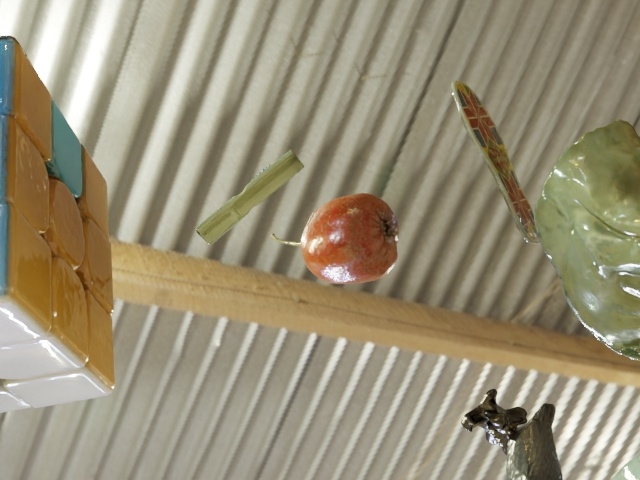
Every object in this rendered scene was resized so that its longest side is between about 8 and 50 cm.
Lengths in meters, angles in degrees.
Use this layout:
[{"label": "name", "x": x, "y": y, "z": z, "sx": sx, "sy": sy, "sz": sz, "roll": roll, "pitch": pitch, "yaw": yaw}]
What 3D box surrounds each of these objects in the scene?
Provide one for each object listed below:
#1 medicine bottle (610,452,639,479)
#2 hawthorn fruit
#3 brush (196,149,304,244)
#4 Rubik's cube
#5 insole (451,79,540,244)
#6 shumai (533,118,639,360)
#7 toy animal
[{"label": "medicine bottle", "x": 0.551, "y": 0.439, "z": 1.212, "sx": 0.245, "sy": 0.290, "sz": 0.245, "roll": -11, "pitch": -49, "yaw": -13}, {"label": "hawthorn fruit", "x": 0.000, "y": 0.000, "z": 1.515, "sx": 0.165, "sy": 0.286, "sz": 0.165, "roll": 3, "pitch": -94, "yaw": -54}, {"label": "brush", "x": -0.047, "y": -0.029, "z": 0.576, "sx": 0.084, "sy": 0.013, "sz": 0.016, "roll": -42, "pitch": -61, "yaw": -12}, {"label": "Rubik's cube", "x": -0.399, "y": 0.009, "z": 0.914, "sx": 0.291, "sy": 0.291, "sz": 0.291, "roll": -11, "pitch": -27, "yaw": 2}, {"label": "insole", "x": 0.187, "y": -0.084, "z": 0.927, "sx": 0.006, "sy": 0.193, "sz": 0.065, "roll": -30, "pitch": -8, "yaw": 36}, {"label": "shumai", "x": 0.344, "y": 0.031, "z": 0.711, "sx": 0.289, "sy": 0.329, "sz": 0.292, "roll": -18, "pitch": -9, "yaw": 14}, {"label": "toy animal", "x": 0.294, "y": 0.296, "z": 1.165, "sx": 0.117, "sy": 0.210, "sz": 0.121, "roll": -35, "pitch": -39, "yaw": 5}]
